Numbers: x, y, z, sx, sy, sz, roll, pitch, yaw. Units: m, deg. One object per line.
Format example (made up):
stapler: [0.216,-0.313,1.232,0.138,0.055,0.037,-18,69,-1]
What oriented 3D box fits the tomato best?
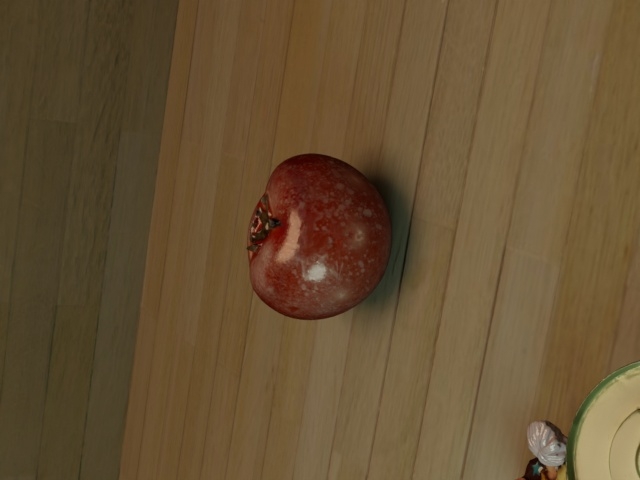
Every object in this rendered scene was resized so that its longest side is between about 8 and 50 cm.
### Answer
tomato: [0.000,0.000,1.563,0.270,0.227,0.270,-165,90,-73]

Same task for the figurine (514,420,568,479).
figurine: [0.303,0.316,1.182,0.240,0.115,0.175,-45,54,38]

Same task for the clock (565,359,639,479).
clock: [0.383,0.244,1.049,0.235,0.029,0.235,-11,69,30]
